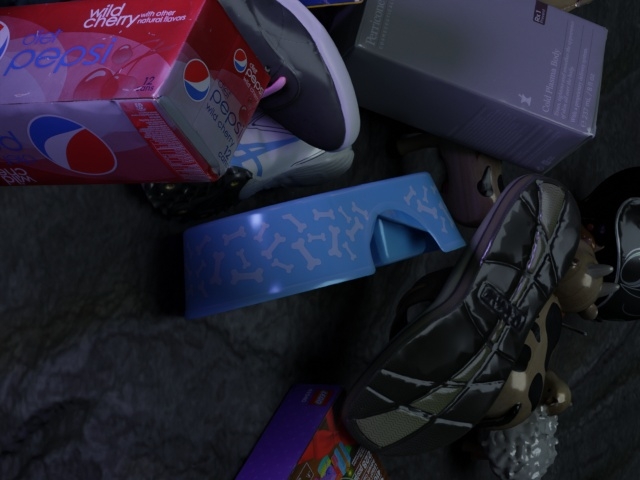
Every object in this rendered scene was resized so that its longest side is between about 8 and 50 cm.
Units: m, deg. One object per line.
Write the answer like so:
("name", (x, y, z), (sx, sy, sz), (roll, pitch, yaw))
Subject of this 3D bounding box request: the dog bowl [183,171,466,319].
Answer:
("dog bowl", (0.000, 0.000, 1.485), (0.297, 0.166, 0.074), (-13, 89, -55))

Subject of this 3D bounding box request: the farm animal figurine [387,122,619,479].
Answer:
("farm animal figurine", (0.190, 0.047, 1.746), (0.330, 0.172, 0.326), (43, 56, -47))

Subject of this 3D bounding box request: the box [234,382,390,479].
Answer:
("box", (-0.026, 0.294, 1.526), (0.293, 0.057, 0.201), (-57, 135, -39))

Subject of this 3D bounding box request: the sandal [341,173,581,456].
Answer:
("sandal", (0.125, 0.069, 1.596), (0.303, 0.086, 0.120), (-51, 120, -18))

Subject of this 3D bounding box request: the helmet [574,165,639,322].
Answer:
("helmet", (0.338, 0.005, 1.979), (0.162, 0.169, 0.169), (-8, 97, -40))

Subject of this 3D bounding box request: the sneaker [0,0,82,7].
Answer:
("sneaker", (-0.225, -0.196, 1.147), (0.319, 0.112, 0.131), (44, 11, -41))

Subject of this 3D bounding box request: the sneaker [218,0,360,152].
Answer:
("sneaker", (-0.095, -0.153, 1.361), (0.295, 0.105, 0.147), (51, 51, -18))

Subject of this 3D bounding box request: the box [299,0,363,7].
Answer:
("box", (-0.029, -0.218, 1.424), (0.054, 0.169, 0.059), (-38, 120, -48))

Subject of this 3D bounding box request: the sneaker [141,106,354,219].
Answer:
("sneaker", (-0.066, -0.075, 1.463), (0.237, 0.085, 0.086), (-15, 73, -50))

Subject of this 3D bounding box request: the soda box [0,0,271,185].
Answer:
("soda box", (-0.169, -0.093, 1.130), (0.083, 0.263, 0.092), (55, 48, -42))

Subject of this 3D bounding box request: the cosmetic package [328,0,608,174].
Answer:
("cosmetic package", (0.129, -0.165, 1.613), (0.238, 0.107, 0.127), (19, 64, -17))

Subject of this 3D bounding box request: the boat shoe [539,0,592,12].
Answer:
("boat shoe", (0.286, -0.313, 1.956), (0.302, 0.098, 0.109), (-40, 122, -49))
